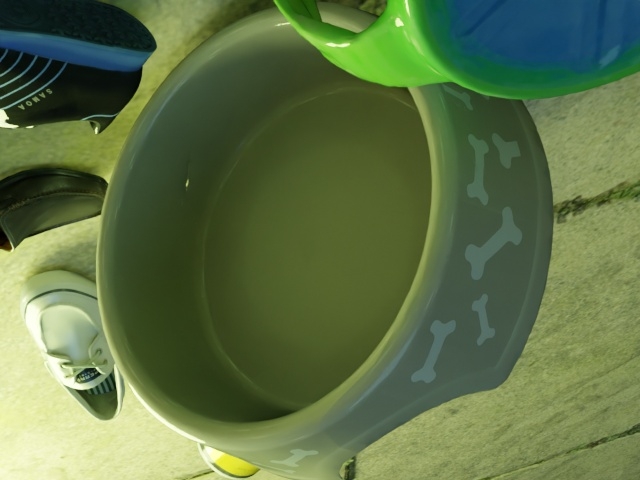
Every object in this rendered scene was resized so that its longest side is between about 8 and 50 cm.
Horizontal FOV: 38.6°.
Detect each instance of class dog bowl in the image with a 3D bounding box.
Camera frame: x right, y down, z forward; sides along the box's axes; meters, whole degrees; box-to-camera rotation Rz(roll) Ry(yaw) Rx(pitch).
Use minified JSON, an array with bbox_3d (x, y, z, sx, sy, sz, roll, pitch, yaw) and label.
[{"bbox_3d":[-0.020,-0.007,0.643,0.349,0.348,0.102,-37,149,23],"label":"dog bowl"}]

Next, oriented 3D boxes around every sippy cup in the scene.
[{"bbox_3d":[0.112,-0.233,0.480,0.306,0.224,0.240,-15,146,-11],"label":"sippy cup"}]

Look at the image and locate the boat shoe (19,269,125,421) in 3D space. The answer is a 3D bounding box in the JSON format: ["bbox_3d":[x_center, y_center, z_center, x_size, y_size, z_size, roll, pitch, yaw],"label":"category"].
[{"bbox_3d":[-0.236,0.113,0.928,0.083,0.075,0.226,-20,148,-4],"label":"boat shoe"}]

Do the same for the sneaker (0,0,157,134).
[{"bbox_3d":[-0.222,-0.119,0.587,0.232,0.081,0.090,7,131,-39],"label":"sneaker"}]

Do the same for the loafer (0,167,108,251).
[{"bbox_3d":[-0.253,-0.015,0.741,0.170,0.061,0.062,-12,146,-16],"label":"loafer"}]

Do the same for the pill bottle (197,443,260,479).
[{"bbox_3d":[-0.071,0.217,1.154,0.103,0.103,0.184,9,136,-39],"label":"pill bottle"}]
